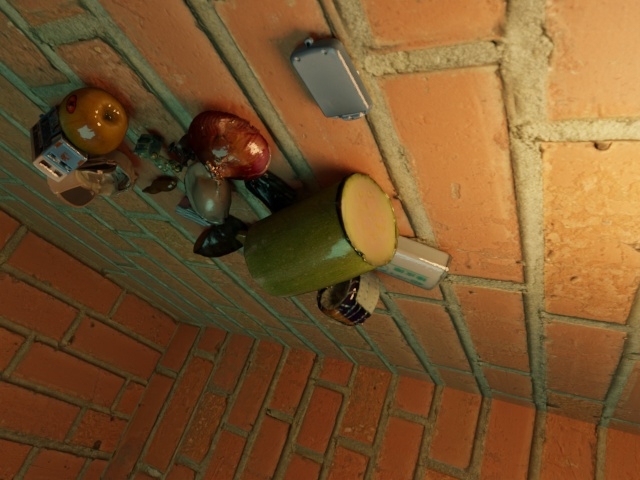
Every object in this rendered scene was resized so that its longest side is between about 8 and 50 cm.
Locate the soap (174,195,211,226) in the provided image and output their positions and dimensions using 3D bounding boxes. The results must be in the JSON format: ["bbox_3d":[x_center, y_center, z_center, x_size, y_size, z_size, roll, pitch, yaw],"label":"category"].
[{"bbox_3d":[-0.473,-0.110,1.733,0.149,0.056,0.100,26,153,-9],"label":"soap"}]

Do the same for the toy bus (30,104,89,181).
[{"bbox_3d":[-0.789,-0.298,1.377,0.297,0.131,0.106,46,178,45],"label":"toy bus"}]

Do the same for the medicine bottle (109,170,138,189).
[{"bbox_3d":[-0.788,-0.265,1.671,0.231,0.059,0.059,27,154,-11],"label":"medicine bottle"}]

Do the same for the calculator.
[{"bbox_3d":[0.025,-0.325,0.933,0.121,0.039,0.210,0,147,35],"label":"calculator"}]

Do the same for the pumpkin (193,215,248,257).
[{"bbox_3d":[-0.397,0.020,1.835,0.169,0.148,0.312,34,154,-20],"label":"pumpkin"}]

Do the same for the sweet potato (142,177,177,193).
[{"bbox_3d":[-0.584,-0.195,1.649,0.195,0.056,0.056,-10,141,34],"label":"sweet potato"}]

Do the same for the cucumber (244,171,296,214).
[{"bbox_3d":[-0.149,-0.136,1.409,0.193,0.085,0.115,44,149,-27],"label":"cucumber"}]

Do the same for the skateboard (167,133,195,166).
[{"bbox_3d":[-0.416,-0.272,1.370,0.080,0.067,0.151,36,156,-9],"label":"skateboard"}]

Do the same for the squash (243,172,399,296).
[{"bbox_3d":[0.000,0.000,1.265,0.385,0.262,0.263,-23,132,40],"label":"squash"}]

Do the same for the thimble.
[{"bbox_3d":[0.107,0.194,1.707,0.150,0.237,0.237,33,153,-32],"label":"thimble"}]

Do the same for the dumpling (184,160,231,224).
[{"bbox_3d":[-0.368,-0.158,1.473,0.173,0.142,0.247,20,133,12],"label":"dumpling"}]

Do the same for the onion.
[{"bbox_3d":[-0.246,-0.226,1.202,0.230,0.163,0.230,13,160,5],"label":"onion"}]

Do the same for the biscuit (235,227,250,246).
[{"bbox_3d":[-0.205,-0.001,1.721,0.226,0.036,0.166,-1,152,17],"label":"biscuit"}]

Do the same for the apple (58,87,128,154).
[{"bbox_3d":[-0.627,-0.335,1.275,0.155,0.182,0.182,-7,143,30],"label":"apple"}]

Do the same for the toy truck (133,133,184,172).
[{"bbox_3d":[-0.496,-0.271,1.434,0.067,0.081,0.175,10,171,26],"label":"toy truck"}]

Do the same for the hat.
[{"bbox_3d":[-0.763,-0.225,1.522,0.232,0.275,0.161,-39,79,37],"label":"hat"}]

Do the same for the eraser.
[{"bbox_3d":[0.244,0.053,1.441,0.290,0.104,0.189,21,159,3],"label":"eraser"}]
